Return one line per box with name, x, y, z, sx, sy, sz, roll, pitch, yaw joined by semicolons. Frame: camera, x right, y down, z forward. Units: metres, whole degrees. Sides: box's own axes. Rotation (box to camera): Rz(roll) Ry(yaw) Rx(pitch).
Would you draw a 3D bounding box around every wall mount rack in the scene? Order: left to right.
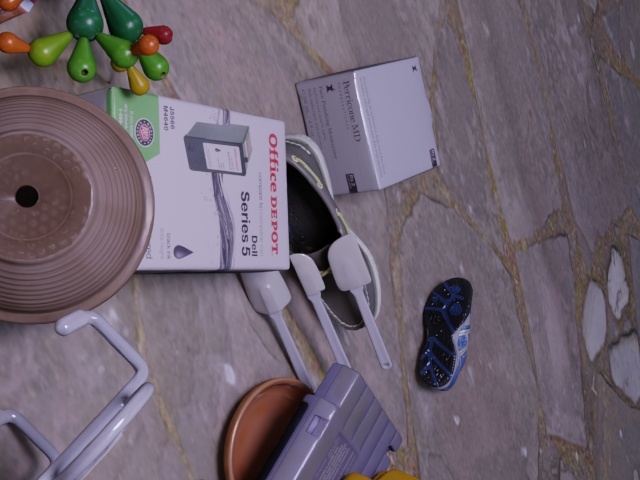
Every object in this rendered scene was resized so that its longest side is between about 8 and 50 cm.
wall mount rack;-0.301;0.211;0.722;0.130;0.350;0.304;44;35;-1

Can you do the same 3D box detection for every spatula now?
spatula;0.002;0.110;1.198;0.019;0.168;0.242;-104;174;-58

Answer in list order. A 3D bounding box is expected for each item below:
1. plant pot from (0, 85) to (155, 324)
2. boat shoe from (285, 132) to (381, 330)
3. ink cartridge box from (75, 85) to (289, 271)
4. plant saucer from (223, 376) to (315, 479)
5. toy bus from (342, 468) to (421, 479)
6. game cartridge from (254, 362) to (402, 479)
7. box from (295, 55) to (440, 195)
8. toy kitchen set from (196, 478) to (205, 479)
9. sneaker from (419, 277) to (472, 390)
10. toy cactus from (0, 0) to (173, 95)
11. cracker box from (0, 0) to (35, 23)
plant pot;-0.276;-0.037;0.812;0.237;0.110;0.237;1;87;-13
boat shoe;-0.004;0.001;1.203;0.305;0.109;0.091;66;21;-13
ink cartridge box;-0.168;-0.059;1.022;0.273;0.115;0.198;2;85;-49
plant saucer;-0.064;0.288;1.177;0.200;0.037;0.200;7;81;-50
toy bus;0.027;0.416;1.083;0.333;0.108;0.130;-42;134;-37
game cartridge;-0.021;0.361;1.136;0.355;0.068;0.230;-57;139;-23
box;0.077;-0.177;1.317;0.182;0.119;0.181;-24;105;-48
toy kitchen set;-0.163;0.349;1.068;0.068;0.075;0.083;54;-2;17
sneaker;0.223;0.166;1.508;0.081;0.080;0.211;52;51;-56
toy cactus;-0.239;-0.249;0.874;0.219;0.112;0.180;16;63;-36
cracker box;-0.332;-0.367;0.891;0.156;0.067;0.232;42;56;-40
